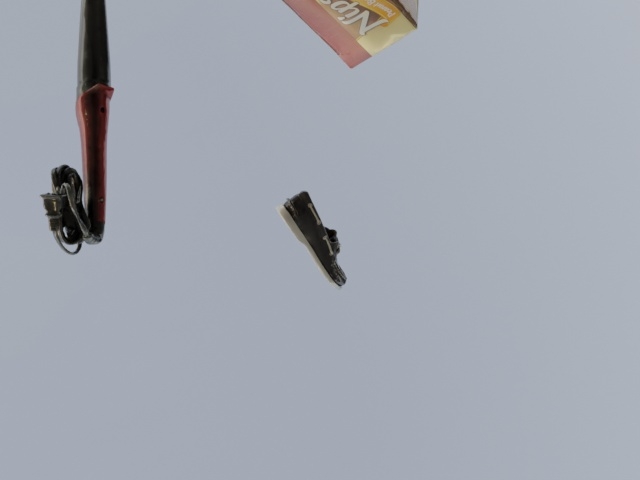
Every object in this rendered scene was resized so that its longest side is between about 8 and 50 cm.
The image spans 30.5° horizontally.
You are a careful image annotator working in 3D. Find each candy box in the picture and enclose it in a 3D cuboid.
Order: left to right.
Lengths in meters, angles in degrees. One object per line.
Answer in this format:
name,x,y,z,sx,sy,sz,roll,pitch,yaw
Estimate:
candy box,0.014,-0.336,1.125,0.183,0.087,0.316,40,-142,-31

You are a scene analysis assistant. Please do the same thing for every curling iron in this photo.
curling iron,-0.195,-0.120,0.990,0.035,0.068,0.274,-4,-113,14

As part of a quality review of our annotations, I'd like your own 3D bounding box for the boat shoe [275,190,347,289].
boat shoe,0.000,0.000,1.187,0.038,0.046,0.125,-36,-57,0
